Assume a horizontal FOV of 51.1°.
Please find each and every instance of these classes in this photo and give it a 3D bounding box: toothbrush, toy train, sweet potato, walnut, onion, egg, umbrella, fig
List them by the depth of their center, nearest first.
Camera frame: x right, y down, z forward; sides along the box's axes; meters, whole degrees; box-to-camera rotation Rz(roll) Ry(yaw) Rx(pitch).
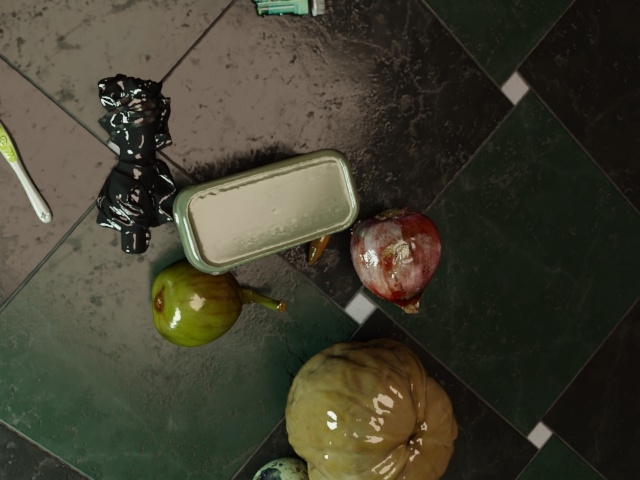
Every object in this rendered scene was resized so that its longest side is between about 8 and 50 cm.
[{"bbox_3d":[-0.475,-0.145,1.013,0.022,0.026,0.263,-27,109,-10],"label":"toothbrush"},{"bbox_3d":[-0.280,-0.114,1.030,0.122,0.110,0.273,-1,99,-25],"label":"umbrella"},{"bbox_3d":[-0.018,-0.500,1.089,0.024,0.018,0.257,-12,102,-17],"label":"toothbrush"},{"bbox_3d":[-0.181,0.089,1.090,0.186,0.147,0.142,-21,91,-51],"label":"fig"},{"bbox_3d":[-0.063,-0.389,1.091,0.092,0.029,0.045,-9,117,-11],"label":"toy train"},{"bbox_3d":[0.080,0.302,1.122,0.296,0.285,0.285,31,89,-27],"label":"walnut"},{"bbox_3d":[0.136,0.041,1.156,0.159,0.159,0.195,-18,103,-13],"label":"onion"},{"bbox_3d":[0.000,0.000,1.171,0.034,0.034,0.095,16,96,-18],"label":"sweet potato"},{"bbox_3d":[-0.069,0.432,1.196,0.110,0.085,0.085,-6,101,-5],"label":"egg"}]

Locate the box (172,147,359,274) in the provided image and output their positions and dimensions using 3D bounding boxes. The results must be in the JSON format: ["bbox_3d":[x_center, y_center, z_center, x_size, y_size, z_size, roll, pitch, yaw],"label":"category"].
[{"bbox_3d":[-0.094,-0.054,1.057,0.274,0.178,0.138,-17,103,-13],"label":"box"}]
